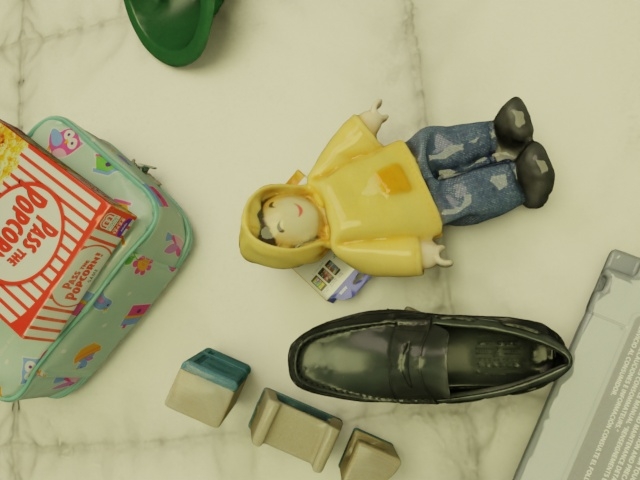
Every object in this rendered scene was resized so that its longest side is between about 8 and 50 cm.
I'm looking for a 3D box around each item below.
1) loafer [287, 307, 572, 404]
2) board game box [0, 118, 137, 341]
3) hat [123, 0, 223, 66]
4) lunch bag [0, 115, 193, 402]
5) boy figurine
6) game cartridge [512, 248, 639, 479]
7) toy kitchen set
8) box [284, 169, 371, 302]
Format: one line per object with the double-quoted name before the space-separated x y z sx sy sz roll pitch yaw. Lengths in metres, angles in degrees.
"loafer" 0.085 0.092 0.516 0.223 0.078 0.076 -2 85 -1
"board game box" -0.294 -0.016 0.635 0.193 0.045 0.146 32 89 22
"hat" -0.118 -0.328 0.777 0.173 0.183 0.208 34 131 28
"lunch bag" -0.288 0.014 0.711 0.224 0.108 0.279 39 92 23
"boy figurine" 0.056 -0.048 0.604 0.285 0.092 0.177 -15 73 1
"game cartridge" 0.277 0.176 0.525 0.196 0.060 0.294 24 86 24
"toy kitchen set" -0.008 0.112 0.615 0.207 0.122 0.166 24 86 1
"box" 0.000 0.000 0.665 0.136 0.028 0.081 43 93 19
